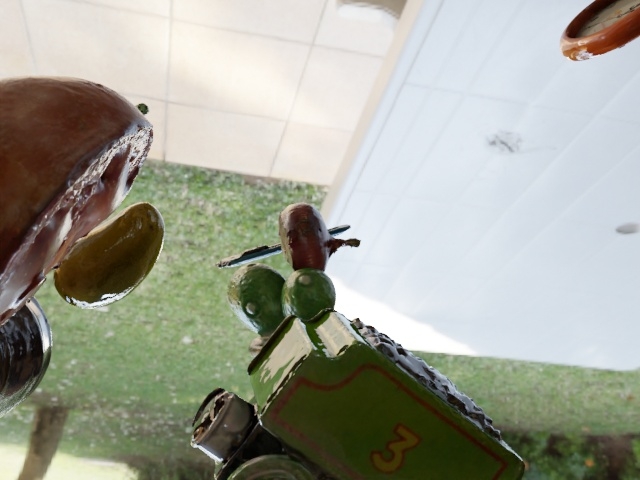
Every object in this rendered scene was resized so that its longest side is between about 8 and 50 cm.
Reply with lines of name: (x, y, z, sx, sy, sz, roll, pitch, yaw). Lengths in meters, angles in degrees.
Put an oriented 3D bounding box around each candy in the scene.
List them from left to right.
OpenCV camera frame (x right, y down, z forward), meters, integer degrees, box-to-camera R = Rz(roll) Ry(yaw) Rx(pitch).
candy: (-0.302, -0.202, 1.131, 0.025, 0.083, 0.023, 36, 119, 9)

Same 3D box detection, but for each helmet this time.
helmet: (-0.505, 0.147, 0.979, 0.306, 0.224, 0.177, -4, -174, 24)

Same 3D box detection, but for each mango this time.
mango: (-0.253, 0.019, 0.868, 0.161, 0.076, 0.103, -44, 142, 8)

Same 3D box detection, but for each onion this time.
onion: (0.000, 0.000, 1.243, 0.140, 0.150, 0.150, -11, 154, 3)

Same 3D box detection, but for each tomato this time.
tomato: (-0.248, -0.044, 0.567, 0.140, 0.233, 0.200, 36, 126, -8)

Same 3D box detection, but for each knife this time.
knife: (-0.080, 0.011, 1.430, 0.297, 0.026, 0.044, -17, -175, 10)

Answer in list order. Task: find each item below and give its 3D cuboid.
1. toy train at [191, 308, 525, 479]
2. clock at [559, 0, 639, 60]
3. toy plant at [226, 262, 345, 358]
toy train: (0.032, 0.224, 0.742, 0.307, 0.248, 0.173, 37, -179, -12)
clock: (0.484, -0.360, 1.149, 0.205, 0.205, 0.051, -22, 117, 43)
toy plant: (-0.050, 0.142, 1.196, 0.218, 0.235, 0.175, -13, -174, 42)
